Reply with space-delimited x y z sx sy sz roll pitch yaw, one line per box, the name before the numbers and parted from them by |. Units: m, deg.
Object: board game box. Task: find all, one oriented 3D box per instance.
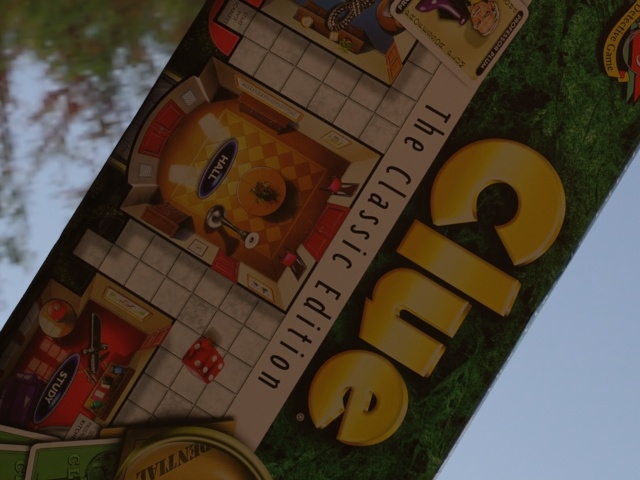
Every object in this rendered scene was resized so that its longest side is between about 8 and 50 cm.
board game box | 0.000 0.000 0.560 0.136 0.030 0.259 31 -92 9
